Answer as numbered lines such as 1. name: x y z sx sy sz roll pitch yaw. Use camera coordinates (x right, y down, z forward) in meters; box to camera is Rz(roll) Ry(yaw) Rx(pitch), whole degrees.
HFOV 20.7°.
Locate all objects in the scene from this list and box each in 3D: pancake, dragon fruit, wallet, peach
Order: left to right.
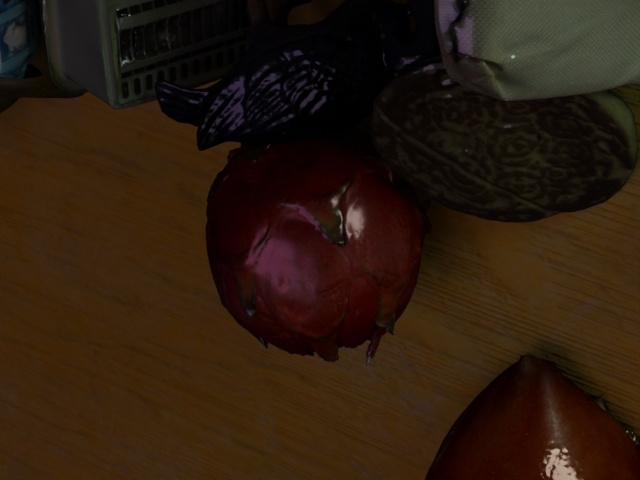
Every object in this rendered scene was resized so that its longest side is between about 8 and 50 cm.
1. dragon fruit: -0.007 -0.007 1.768 0.241 0.241 0.252 18 98 31
2. pancake: 0.173 -0.092 1.604 0.250 0.031 0.250 10 146 6
3. peach: 0.221 0.307 1.807 0.258 0.201 0.361 6 122 39
4. wallet: 0.206 -0.254 1.387 0.068 0.275 0.335 38 135 47

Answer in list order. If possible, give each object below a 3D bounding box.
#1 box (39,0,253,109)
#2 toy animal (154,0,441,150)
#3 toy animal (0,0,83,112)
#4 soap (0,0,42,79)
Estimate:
1. box: -0.173 -0.285 1.717 0.166 0.221 0.290 42 142 43
2. toy animal: -0.016 -0.179 1.665 0.185 0.298 0.122 60 -173 24
3. toy animal: -0.375 -0.215 1.983 0.363 0.180 0.181 -24 95 54
4. soap: -0.358 -0.294 1.709 0.156 0.077 0.293 20 129 28
